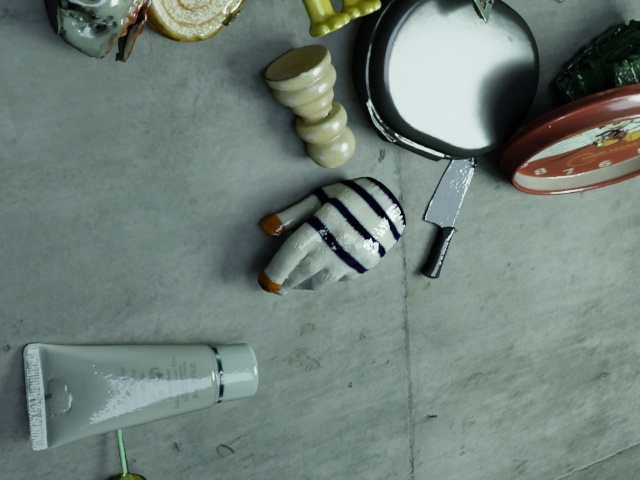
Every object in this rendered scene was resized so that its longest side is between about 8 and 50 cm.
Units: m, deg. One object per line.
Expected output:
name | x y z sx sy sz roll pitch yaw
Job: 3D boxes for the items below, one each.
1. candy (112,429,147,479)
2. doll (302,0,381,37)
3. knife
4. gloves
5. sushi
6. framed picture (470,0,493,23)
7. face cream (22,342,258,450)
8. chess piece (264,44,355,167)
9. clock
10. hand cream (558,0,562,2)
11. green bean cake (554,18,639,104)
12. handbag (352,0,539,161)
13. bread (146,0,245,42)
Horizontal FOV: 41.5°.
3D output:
candy | -0.285 0.297 1.215 0.061 0.061 0.202 -11 103 -24
doll | -0.032 -0.441 1.037 0.199 0.145 0.363 -32 109 -28
knife | 0.201 -0.051 1.362 0.060 0.028 0.230 16 97 -18
gloves | 0.010 0.005 1.220 0.219 0.131 0.140 -40 118 -21
sushi | -0.266 -0.361 0.949 0.130 0.124 0.332 -13 115 -31
framed picture | 0.177 -0.454 1.138 0.273 0.016 0.216 54 37 -29
face cream | -0.243 0.199 1.174 0.314 0.089 0.143 -4 89 -24
chess piece | -0.007 -0.177 1.178 0.094 0.094 0.170 -33 127 -14
clock | 0.429 -0.160 1.305 0.319 0.318 0.080 0 70 -28
hand cream | 0.379 -0.446 1.312 0.061 0.039 0.143 -38 125 -14
green bean cake | 0.508 -0.266 1.341 0.193 0.208 0.107 -36 117 -15
handbag | 0.183 -0.248 1.243 0.308 0.093 0.253 17 100 -31
bread | -0.156 -0.319 1.052 0.122 0.073 0.149 39 86 -31
